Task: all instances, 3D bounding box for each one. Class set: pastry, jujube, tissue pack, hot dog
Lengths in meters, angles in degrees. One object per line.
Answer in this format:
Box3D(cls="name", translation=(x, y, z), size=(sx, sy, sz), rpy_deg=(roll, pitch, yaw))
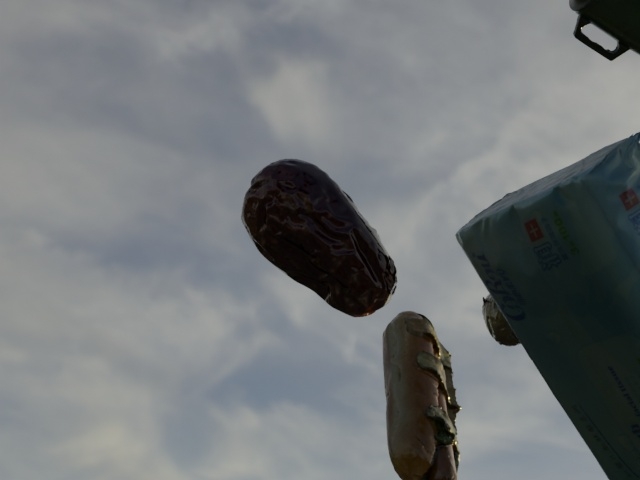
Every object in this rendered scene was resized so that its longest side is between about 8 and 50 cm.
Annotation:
Box3D(cls="pastry", translation=(0.319, 0.082, 1.924), size=(0.182, 0.093, 0.192), rpy_deg=(-26, 1, 32))
Box3D(cls="jujube", translation=(0.000, 0.000, 0.944), size=(0.129, 0.077, 0.077), rpy_deg=(46, -25, 8))
Box3D(cls="tissue pack", translation=(0.234, 0.068, 1.024), size=(0.263, 0.089, 0.177), rpy_deg=(60, -31, -1))
Box3D(cls="hot dog", translation=(0.116, 0.184, 1.506), size=(0.072, 0.269, 0.109), rpy_deg=(-21, -52, 16))

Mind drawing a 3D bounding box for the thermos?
Box3D(cls="thermos", translation=(0.314, -0.231, 1.365), size=(0.188, 0.073, 0.083), rpy_deg=(29, -40, -20))
